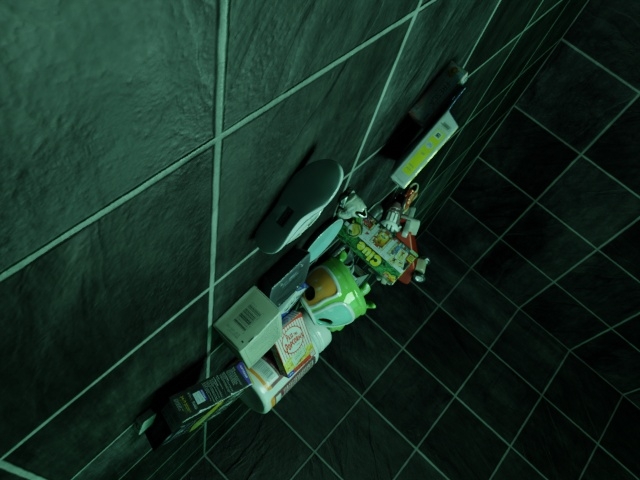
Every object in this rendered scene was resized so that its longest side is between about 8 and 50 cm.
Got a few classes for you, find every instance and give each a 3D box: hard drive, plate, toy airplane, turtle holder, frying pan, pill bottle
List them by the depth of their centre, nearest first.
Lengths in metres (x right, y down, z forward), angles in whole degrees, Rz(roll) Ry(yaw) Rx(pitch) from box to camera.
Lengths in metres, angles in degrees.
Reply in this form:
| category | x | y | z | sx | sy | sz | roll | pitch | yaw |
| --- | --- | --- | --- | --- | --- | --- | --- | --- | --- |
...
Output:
| category | x | y | z | sx | sy | sz | roll | pitch | yaw |
| --- | --- | --- | --- | --- | --- | --- | --- | --- | --- |
| hard drive | -0.107 | 0.120 | 1.551 | 0.172 | 0.054 | 0.255 | -43 | 167 | -21 |
| plate | 0.000 | 0.000 | 1.625 | 0.188 | 0.024 | 0.188 | -45 | 167 | -14 |
| turtle holder | 0.044 | 0.204 | 1.923 | 0.227 | 0.243 | 0.320 | -31 | 170 | -9 |
| frying pan | 0.139 | -0.028 | 1.976 | 0.326 | 0.053 | 0.197 | -44 | 167 | -33 |
| pill bottle | -0.151 | 0.447 | 2.004 | 0.392 | 0.224 | 0.224 | -39 | 165 | -34 |
| toy airplane | 0.353 | 0.017 | 2.452 | 0.386 | 0.272 | 0.385 | 5 | 88 | -64 |

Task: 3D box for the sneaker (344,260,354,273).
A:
| category | x | y | z | sx | sy | sz | roll | pitch | yaw |
| --- | --- | --- | --- | --- | --- | --- | --- | --- | --- |
| sneaker | 0.072 | 0.149 | 2.222 | 0.229 | 0.086 | 0.132 | -53 | 167 | -30 |

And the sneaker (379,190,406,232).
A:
| category | x | y | z | sx | sy | sz | roll | pitch | yaw |
| --- | --- | --- | --- | --- | --- | --- | --- | --- | --- |
| sneaker | 0.306 | -0.122 | 2.138 | 0.281 | 0.106 | 0.163 | -62 | 172 | -83 |

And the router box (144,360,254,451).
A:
| category | x | y | z | sx | sy | sz | roll | pitch | yaw |
| --- | --- | --- | --- | --- | --- | --- | --- | --- | --- |
| router box | -0.364 | 0.492 | 1.542 | 0.242 | 0.081 | 0.309 | -19 | 159 | -42 |

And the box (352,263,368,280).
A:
| category | x | y | z | sx | sy | sz | roll | pitch | yaw |
| --- | --- | --- | --- | --- | --- | --- | --- | --- | --- |
| box | 0.125 | 0.206 | 2.530 | 0.169 | 0.087 | 0.290 | -51 | 167 | 11 |

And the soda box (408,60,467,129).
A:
| category | x | y | z | sx | sy | sz | roll | pitch | yaw |
| --- | --- | --- | --- | --- | --- | --- | --- | --- | --- |
| soda box | 0.325 | -0.400 | 1.441 | 0.183 | 0.058 | 0.063 | -49 | 168 | 7 |

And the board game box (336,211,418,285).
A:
| category | x | y | z | sx | sy | sz | roll | pitch | yaw |
| --- | --- | --- | --- | --- | --- | --- | --- | --- | --- |
| board game box | 0.187 | 0.015 | 1.758 | 0.136 | 0.259 | 0.030 | -48 | 168 | -3 |

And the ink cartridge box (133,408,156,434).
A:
| category | x | y | z | sx | sy | sz | roll | pitch | yaw |
| --- | --- | --- | --- | --- | --- | --- | --- | --- | --- |
| ink cartridge box | -0.491 | 0.503 | 1.459 | 0.048 | 0.028 | 0.083 | -34 | 162 | -46 |

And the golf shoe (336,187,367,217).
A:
| category | x | y | z | sx | sy | sz | roll | pitch | yaw |
| --- | --- | --- | --- | --- | --- | --- | --- | --- | --- |
| golf shoe | 0.098 | -0.087 | 1.555 | 0.069 | 0.086 | 0.176 | -49 | 169 | -7 |

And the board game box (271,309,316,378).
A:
| category | x | y | z | sx | sy | sz | roll | pitch | yaw |
| --- | --- | --- | --- | --- | --- | --- | --- | --- | --- |
| board game box | -0.105 | 0.367 | 1.850 | 0.146 | 0.045 | 0.194 | -38 | 122 | -34 |

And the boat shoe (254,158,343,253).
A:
| category | x | y | z | sx | sy | sz | roll | pitch | yaw |
| --- | --- | --- | --- | --- | --- | --- | --- | --- | --- |
| boat shoe | -0.043 | -0.078 | 1.122 | 0.258 | 0.095 | 0.084 | -42 | 175 | 23 |

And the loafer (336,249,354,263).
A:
| category | x | y | z | sx | sy | sz | roll | pitch | yaw |
| --- | --- | --- | --- | --- | --- | --- | --- | --- | --- |
| loafer | 0.065 | 0.082 | 2.046 | 0.170 | 0.062 | 0.061 | -45 | 146 | -30 |

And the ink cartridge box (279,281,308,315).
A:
| category | x | y | z | sx | sy | sz | roll | pitch | yaw |
| --- | --- | --- | --- | --- | --- | --- | --- | --- | --- |
| ink cartridge box | -0.132 | 0.227 | 1.810 | 0.207 | 0.046 | 0.097 | -52 | 166 | 20 |

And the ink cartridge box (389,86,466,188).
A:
| category | x | y | z | sx | sy | sz | roll | pitch | yaw |
| --- | --- | --- | --- | --- | --- | --- | --- | --- | --- |
| ink cartridge box | 0.334 | -0.311 | 1.539 | 0.307 | 0.072 | 0.303 | -47 | -178 | 21 |

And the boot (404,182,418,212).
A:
| category | x | y | z | sx | sy | sz | roll | pitch | yaw |
| --- | --- | --- | --- | --- | --- | --- | --- | --- | --- |
| boot | 0.381 | -0.188 | 2.296 | 0.158 | 0.059 | 0.085 | -52 | 167 | -26 |

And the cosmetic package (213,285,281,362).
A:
| category | x | y | z | sx | sy | sz | roll | pitch | yaw |
| --- | --- | --- | --- | --- | --- | --- | --- | --- | --- |
| cosmetic package | -0.202 | 0.261 | 1.523 | 0.160 | 0.113 | 0.309 | -44 | 168 | -18 |
